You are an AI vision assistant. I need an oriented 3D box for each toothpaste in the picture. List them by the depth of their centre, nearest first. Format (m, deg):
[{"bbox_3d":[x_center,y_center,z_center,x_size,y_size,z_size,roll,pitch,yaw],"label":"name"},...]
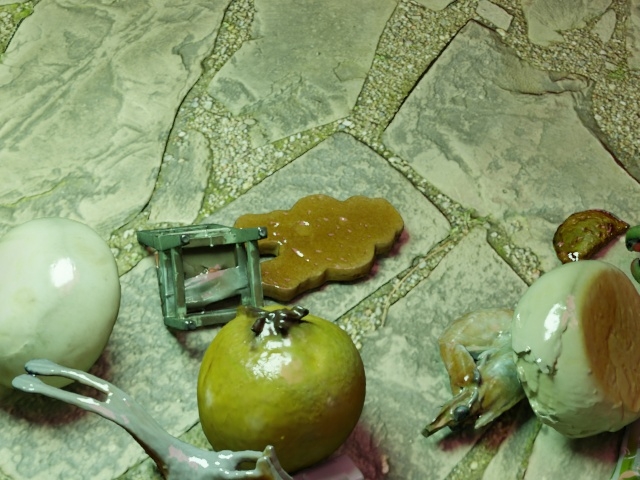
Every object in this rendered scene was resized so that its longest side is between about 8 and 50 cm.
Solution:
[{"bbox_3d":[0.472,0.278,1.804,0.078,0.047,0.248,18,45,8],"label":"toothpaste"}]

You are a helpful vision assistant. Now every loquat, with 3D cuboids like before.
[{"bbox_3d":[-0.054,0.188,1.627,0.243,0.244,0.244,7,43,-6],"label":"loquat"}]

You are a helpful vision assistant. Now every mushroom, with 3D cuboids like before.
[{"bbox_3d":[-0.369,0.093,1.691,0.246,0.202,0.246,-14,60,25],"label":"mushroom"}]

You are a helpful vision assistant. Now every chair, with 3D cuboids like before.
[{"bbox_3d":[-0.176,0.052,1.840,0.136,0.147,0.270,-6,2,-22],"label":"chair"}]

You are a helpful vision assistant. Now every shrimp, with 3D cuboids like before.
[{"bbox_3d":[0.231,0.187,1.825,0.168,0.077,0.317,29,39,29],"label":"shrimp"}]

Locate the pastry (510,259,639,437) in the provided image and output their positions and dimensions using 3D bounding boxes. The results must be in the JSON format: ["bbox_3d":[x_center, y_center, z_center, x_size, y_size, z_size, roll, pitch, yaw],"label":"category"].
[{"bbox_3d":[0.379,0.157,1.777,0.264,0.133,0.265,20,62,-42],"label":"pastry"}]

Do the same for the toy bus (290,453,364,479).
[{"bbox_3d":[-0.005,0.328,1.610,0.123,0.075,0.060,-18,51,-29],"label":"toy bus"}]

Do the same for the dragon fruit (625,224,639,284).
[{"bbox_3d":[0.628,0.055,1.977,0.272,0.219,0.198,10,5,4],"label":"dragon fruit"}]

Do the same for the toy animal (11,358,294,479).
[{"bbox_3d":[-0.171,0.250,1.457,0.302,0.284,0.225,-6,33,28],"label":"toy animal"}]

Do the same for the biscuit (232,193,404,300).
[{"bbox_3d":[-0.001,0.002,1.980,0.295,0.044,0.186,-14,53,-25],"label":"biscuit"}]

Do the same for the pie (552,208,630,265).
[{"bbox_3d":[0.447,-0.009,2.108,0.088,0.033,0.191,32,46,25],"label":"pie"}]
